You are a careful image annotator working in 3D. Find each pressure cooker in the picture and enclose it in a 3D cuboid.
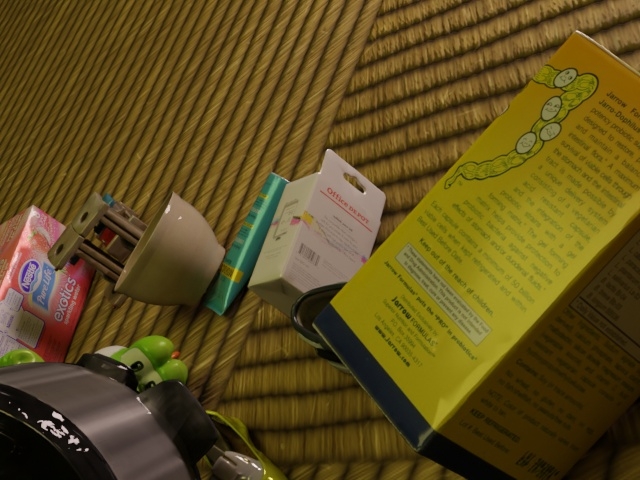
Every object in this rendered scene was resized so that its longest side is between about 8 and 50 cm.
[{"bbox_3d":[-0.307,0.304,1.403,0.420,0.370,0.375,11,-96,-82],"label":"pressure cooker"}]

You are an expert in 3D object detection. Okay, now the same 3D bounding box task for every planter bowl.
[{"bbox_3d":[-0.202,0.027,1.895,0.162,0.109,0.162,-57,11,17],"label":"planter bowl"}]

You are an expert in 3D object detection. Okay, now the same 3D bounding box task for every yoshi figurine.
[{"bbox_3d":[-0.333,0.238,1.767,0.362,0.203,0.203,-35,34,34],"label":"yoshi figurine"}]

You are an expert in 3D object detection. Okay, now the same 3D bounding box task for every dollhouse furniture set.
[{"bbox_3d":[-0.356,-0.001,2.147,0.129,0.129,0.184,-52,30,1],"label":"dollhouse furniture set"}]

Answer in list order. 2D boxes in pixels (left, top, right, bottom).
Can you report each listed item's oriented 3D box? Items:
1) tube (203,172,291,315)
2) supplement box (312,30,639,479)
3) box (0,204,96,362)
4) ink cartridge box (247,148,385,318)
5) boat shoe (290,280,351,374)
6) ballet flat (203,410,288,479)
[{"bbox_3d":[-0.097,0.007,1.861,0.207,0.052,0.080,-60,18,-3],"label":"tube"},{"bbox_3d":[0.205,0.032,1.202,0.356,0.194,0.195,-48,44,7],"label":"supplement box"},{"bbox_3d":[-0.491,0.115,2.189,0.142,0.154,0.300,-25,39,39],"label":"box"},{"bbox_3d":[0.000,0.000,1.653,0.067,0.115,0.198,-18,43,46],"label":"ink cartridge box"},{"bbox_3d":[0.077,0.097,1.457,0.302,0.091,0.114,-10,50,51],"label":"boat shoe"},{"bbox_3d":[-0.099,0.260,1.542,0.077,0.077,0.231,-49,29,2],"label":"ballet flat"}]
